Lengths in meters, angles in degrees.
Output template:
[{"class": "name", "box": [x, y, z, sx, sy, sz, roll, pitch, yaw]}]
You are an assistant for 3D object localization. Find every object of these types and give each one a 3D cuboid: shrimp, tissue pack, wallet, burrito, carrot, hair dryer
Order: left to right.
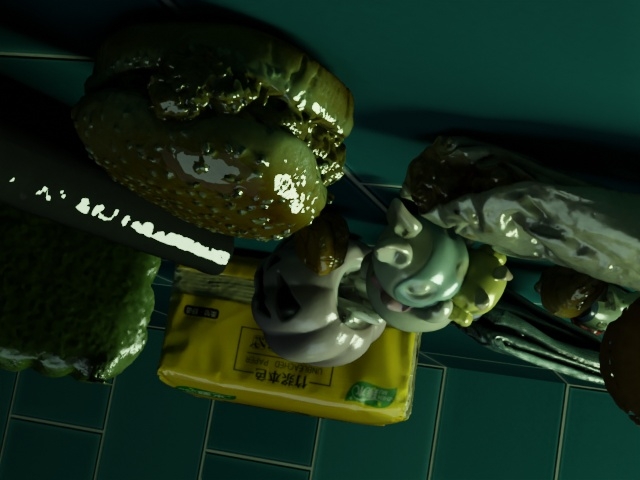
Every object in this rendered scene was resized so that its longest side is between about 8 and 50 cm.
[{"class": "wallet", "box": [-0.255, -0.084, 0.900, 0.228, 0.062, 0.406, 38, -172, 36]}, {"class": "tissue pack", "box": [-0.033, 0.158, 1.787, 0.382, 0.228, 0.293, 10, 172, 7]}, {"class": "wallet", "box": [0.253, 0.103, 1.501, 0.237, 0.075, 0.342, 20, -177, -19]}, {"class": "shrimp", "box": [0.282, 0.037, 1.196, 0.117, 0.066, 0.262, -36, 177, 6]}, {"class": "burrito", "box": [0.260, -0.006, 0.937, 0.392, 0.076, 0.117, 17, 157, 2]}, {"class": "hair dryer", "box": [0.427, 0.073, 1.451, 0.199, 0.067, 0.167, -12, 170, 26]}, {"class": "carrot", "box": [0.377, 0.098, 1.095, 0.196, 0.196, 0.254, 5, 177, 25]}]

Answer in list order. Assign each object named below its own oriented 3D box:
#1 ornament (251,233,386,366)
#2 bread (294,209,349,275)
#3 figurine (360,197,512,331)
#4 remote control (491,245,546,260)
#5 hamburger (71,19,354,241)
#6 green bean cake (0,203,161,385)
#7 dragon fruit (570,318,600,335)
[{"class": "ornament", "box": [0.006, 0.073, 1.446, 0.177, 0.177, 0.177, 9, 170, 2]}, {"class": "bread", "box": [0.000, 0.000, 1.312, 0.046, 0.083, 0.081, -8, 145, -27]}, {"class": "figurine", "box": [0.120, 0.031, 1.229, 0.155, 0.127, 0.235, 33, 170, 7]}, {"class": "remote control", "box": [0.222, -0.015, 1.120, 0.078, 0.042, 0.221, 9, 171, -2]}, {"class": "hamburger", "box": [-0.083, -0.078, 0.831, 0.189, 0.122, 0.215, 9, 168, 23]}, {"class": "green bean cake", "box": [-0.292, 0.012, 1.163, 0.250, 0.247, 0.156, 12, 169, -15]}, {"class": "dragon fruit", "box": [0.397, 0.124, 1.657, 0.097, 0.063, 0.131, 9, 170, 5]}]
